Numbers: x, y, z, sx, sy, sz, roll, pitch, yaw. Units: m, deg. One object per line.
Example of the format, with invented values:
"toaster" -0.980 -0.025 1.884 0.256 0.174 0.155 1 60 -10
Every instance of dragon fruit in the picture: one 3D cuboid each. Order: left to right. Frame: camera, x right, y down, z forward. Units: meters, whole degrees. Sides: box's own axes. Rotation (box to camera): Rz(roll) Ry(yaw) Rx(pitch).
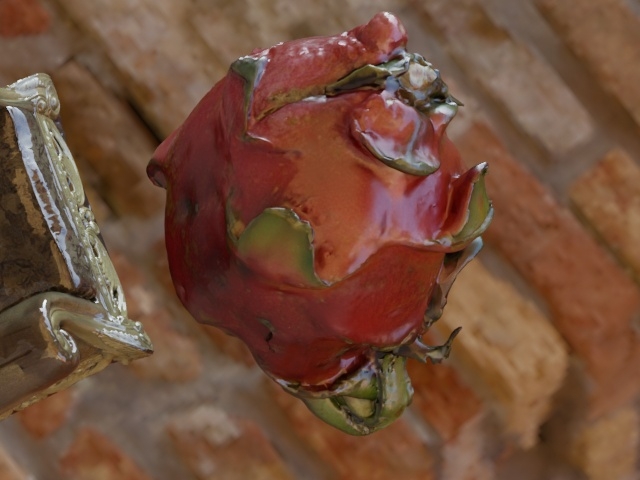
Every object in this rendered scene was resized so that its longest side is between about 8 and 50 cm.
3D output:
"dragon fruit" 0.021 -0.002 1.049 0.269 0.200 0.198 52 32 -32

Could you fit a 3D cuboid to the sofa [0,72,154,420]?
"sofa" -0.257 0.008 1.183 0.258 0.200 0.182 68 14 20
